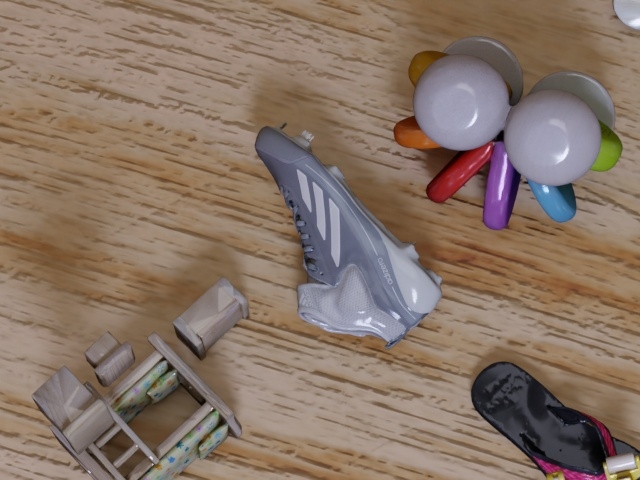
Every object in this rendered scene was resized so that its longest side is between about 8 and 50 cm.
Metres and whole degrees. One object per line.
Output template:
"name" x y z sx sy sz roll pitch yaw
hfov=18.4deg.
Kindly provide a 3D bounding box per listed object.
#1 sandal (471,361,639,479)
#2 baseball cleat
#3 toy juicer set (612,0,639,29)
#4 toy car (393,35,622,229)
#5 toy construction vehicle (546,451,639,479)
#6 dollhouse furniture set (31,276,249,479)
"sandal" 0.192 0.159 1.536 0.179 0.040 0.067 38 75 12
"baseball cleat" 0.000 0.000 1.579 0.109 0.072 0.206 -44 72 -6
"toy juicer set" 0.396 -0.102 1.599 0.209 0.089 0.329 -20 71 -6
"toy car" 0.145 -0.077 1.579 0.182 0.159 0.136 22 107 7
"toy construction vehicle" 0.219 0.214 1.500 0.086 0.035 0.098 -10 107 9
"dollhouse furniture set" -0.108 0.110 1.493 0.182 0.161 0.101 -43 76 -12
